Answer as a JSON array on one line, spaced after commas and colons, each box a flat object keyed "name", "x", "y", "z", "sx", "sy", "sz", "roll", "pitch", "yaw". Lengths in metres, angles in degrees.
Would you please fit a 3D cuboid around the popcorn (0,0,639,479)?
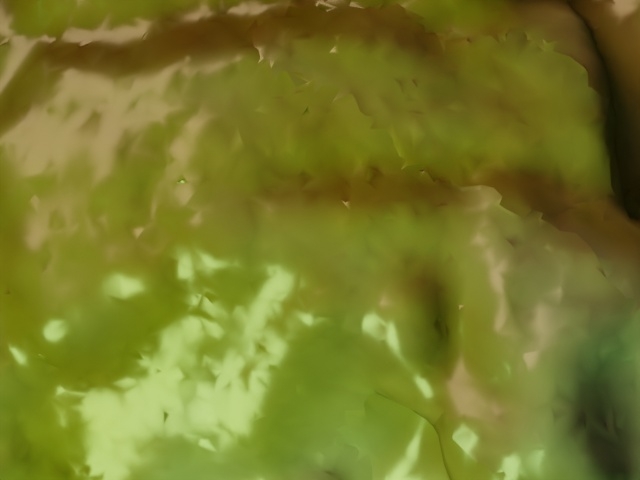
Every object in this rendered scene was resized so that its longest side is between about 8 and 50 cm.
[{"name": "popcorn", "x": 0.008, "y": -0.018, "z": 0.558, "sx": 0.344, "sy": 0.354, "sz": 0.390, "roll": -26, "pitch": 37, "yaw": 53}]
